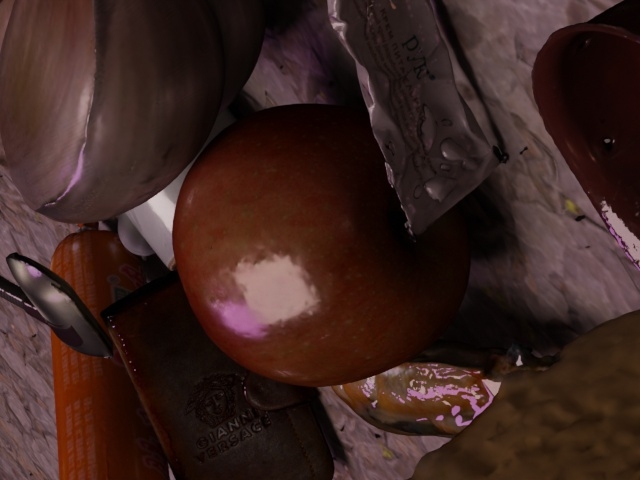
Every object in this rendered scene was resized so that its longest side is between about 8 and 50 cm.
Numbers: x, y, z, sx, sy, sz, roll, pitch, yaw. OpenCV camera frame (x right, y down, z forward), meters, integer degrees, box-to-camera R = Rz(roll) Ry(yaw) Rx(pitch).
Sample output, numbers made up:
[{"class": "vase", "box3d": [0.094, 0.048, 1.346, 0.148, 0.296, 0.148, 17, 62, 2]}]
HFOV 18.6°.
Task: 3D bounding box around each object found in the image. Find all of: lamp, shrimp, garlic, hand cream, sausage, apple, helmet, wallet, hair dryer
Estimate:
[{"class": "lamp", "box3d": [-0.244, -0.052, 1.501, 0.203, 0.124, 0.283, 107, 152, -73]}, {"class": "shrimp", "box3d": [0.105, 0.111, 1.270, 0.145, 0.059, 0.254, 30, 159, -33]}, {"class": "garlic", "box3d": [-0.154, -0.137, 1.232, 0.237, 0.210, 0.292, 28, 129, 13]}, {"class": "hand cream", "box3d": [0.043, -0.128, 1.077, 0.050, 0.084, 0.257, 17, 135, 42]}, {"class": "sausage", "box3d": [-0.183, 0.105, 1.666, 0.093, 0.093, 0.312, 89, 173, -54]}, {"class": "apple", "box3d": [0.000, 0.000, 1.214, 0.168, 0.181, 0.181, -22, 105, 43]}, {"class": "helmet", "box3d": [0.187, -0.050, 0.874, 0.155, 0.106, 0.175, 29, 149, 47]}, {"class": "wallet", "box3d": [-0.075, 0.125, 1.569, 0.031, 0.137, 0.255, 48, 161, 56]}, {"class": "hair dryer", "box3d": [-0.139, -0.043, 1.520, 0.173, 0.107, 0.357, 53, 163, 6]}]

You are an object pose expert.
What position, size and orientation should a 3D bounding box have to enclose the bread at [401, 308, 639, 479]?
[{"class": "bread", "box3d": [0.175, 0.272, 1.022, 0.279, 0.371, 0.390, 22, 146, 43]}]
